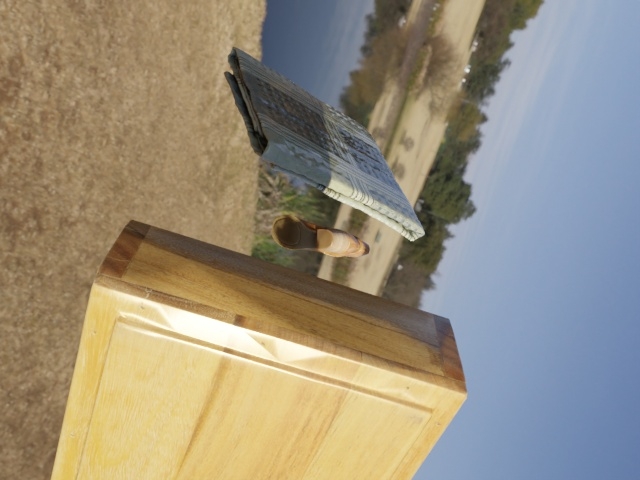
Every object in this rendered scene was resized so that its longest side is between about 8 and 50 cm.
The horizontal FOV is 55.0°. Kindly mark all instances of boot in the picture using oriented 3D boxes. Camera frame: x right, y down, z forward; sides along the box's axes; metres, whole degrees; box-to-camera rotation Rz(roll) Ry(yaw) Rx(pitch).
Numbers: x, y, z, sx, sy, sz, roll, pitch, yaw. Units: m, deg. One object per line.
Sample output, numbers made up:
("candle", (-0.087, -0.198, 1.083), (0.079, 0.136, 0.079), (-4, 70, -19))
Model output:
("boot", (0.000, 0.000, 1.365), (0.152, 0.197, 0.073), (14, 93, -52))

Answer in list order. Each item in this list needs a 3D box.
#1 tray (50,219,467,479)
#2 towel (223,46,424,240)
("tray", (-0.085, 0.201, 0.432), (0.076, 0.202, 0.411), (-87, -163, -59))
("towel", (-0.003, -0.148, 0.960), (0.056, 0.324, 0.312), (-47, -142, 24))
